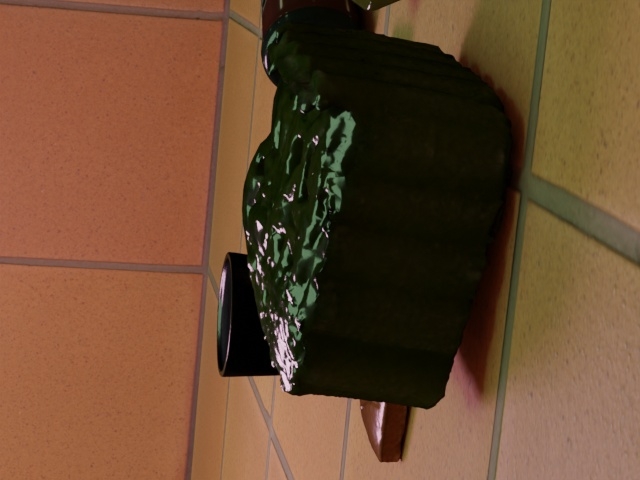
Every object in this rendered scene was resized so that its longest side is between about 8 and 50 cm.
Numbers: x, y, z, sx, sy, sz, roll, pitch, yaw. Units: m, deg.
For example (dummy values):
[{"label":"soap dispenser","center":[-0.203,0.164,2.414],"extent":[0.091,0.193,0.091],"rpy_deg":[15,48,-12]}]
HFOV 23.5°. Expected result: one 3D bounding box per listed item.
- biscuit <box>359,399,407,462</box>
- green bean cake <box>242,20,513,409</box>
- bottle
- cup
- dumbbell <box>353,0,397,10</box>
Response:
[{"label":"biscuit","center":[0.069,0.107,1.795],"extent":[0.284,0.043,0.306],"rpy_deg":[116,156,-66]},{"label":"green bean cake","center":[0.035,-0.028,1.503],"extent":[0.335,0.218,0.319],"rpy_deg":[-111,31,-69]},{"label":"bottle","center":[-0.019,-0.355,2.190],"extent":[0.336,0.144,0.144],"rpy_deg":[-96,13,-46]},{"label":"cup","center":[-0.042,0.067,2.064],"extent":[0.166,0.177,0.239],"rpy_deg":[125,147,-73]},{"label":"dumbbell","center":[0.049,-0.381,1.908],"extent":[0.302,0.108,0.121],"rpy_deg":[-107,23,-63]}]
